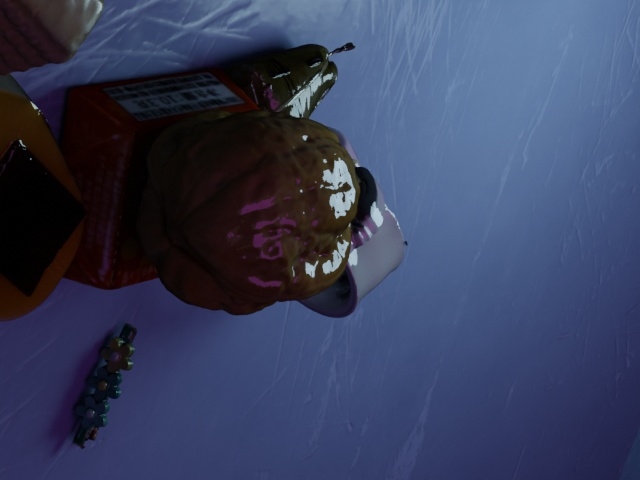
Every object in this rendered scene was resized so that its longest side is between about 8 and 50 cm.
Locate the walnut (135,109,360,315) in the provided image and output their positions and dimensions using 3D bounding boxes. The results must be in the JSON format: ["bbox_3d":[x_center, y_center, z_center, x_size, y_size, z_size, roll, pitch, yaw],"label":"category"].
[{"bbox_3d":[-0.075,-0.038,1.729,0.257,0.257,0.224,-16,159,-46],"label":"walnut"}]

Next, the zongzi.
[{"bbox_3d":[-0.025,-0.149,1.953,0.189,0.081,0.178,-21,99,-43],"label":"zongzi"}]

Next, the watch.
[{"bbox_3d":[0.000,0.000,2.008,0.196,0.244,0.231,-40,135,-28],"label":"watch"}]

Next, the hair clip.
[{"bbox_3d":[-0.269,0.187,1.981,0.049,0.049,0.173,3,114,-53],"label":"hair clip"}]

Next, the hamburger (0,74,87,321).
[{"bbox_3d":[-0.362,-0.050,1.592,0.227,0.151,0.295,-47,137,-27],"label":"hamburger"}]

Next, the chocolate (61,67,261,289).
[{"bbox_3d":[-0.190,-0.069,1.832,0.237,0.108,0.234,-13,123,-46],"label":"chocolate"}]

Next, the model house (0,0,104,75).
[{"bbox_3d":[-0.318,-0.250,1.411,0.175,0.234,0.193,-52,144,-11],"label":"model house"}]
